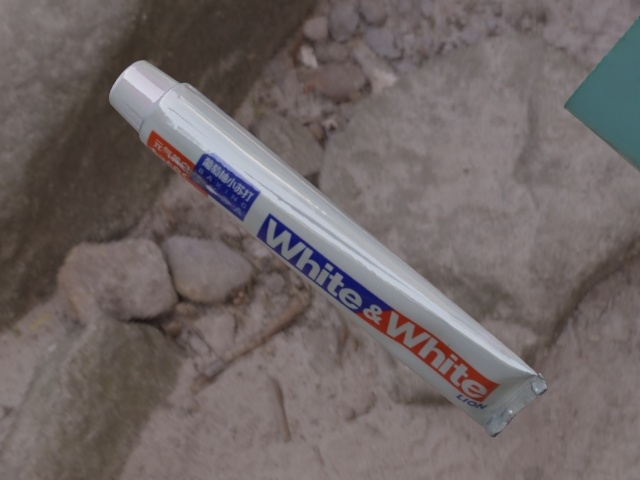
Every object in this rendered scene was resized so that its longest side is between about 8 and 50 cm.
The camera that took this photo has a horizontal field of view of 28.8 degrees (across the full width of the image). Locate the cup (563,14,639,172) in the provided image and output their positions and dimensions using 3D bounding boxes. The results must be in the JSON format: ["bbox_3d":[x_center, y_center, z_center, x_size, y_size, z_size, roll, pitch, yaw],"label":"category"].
[{"bbox_3d":[0.198,-0.002,0.346,0.148,0.134,0.236,-40,79,0],"label":"cup"}]

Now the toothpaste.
[{"bbox_3d":[0.000,0.000,0.521,0.218,0.052,0.033,40,51,7],"label":"toothpaste"}]
